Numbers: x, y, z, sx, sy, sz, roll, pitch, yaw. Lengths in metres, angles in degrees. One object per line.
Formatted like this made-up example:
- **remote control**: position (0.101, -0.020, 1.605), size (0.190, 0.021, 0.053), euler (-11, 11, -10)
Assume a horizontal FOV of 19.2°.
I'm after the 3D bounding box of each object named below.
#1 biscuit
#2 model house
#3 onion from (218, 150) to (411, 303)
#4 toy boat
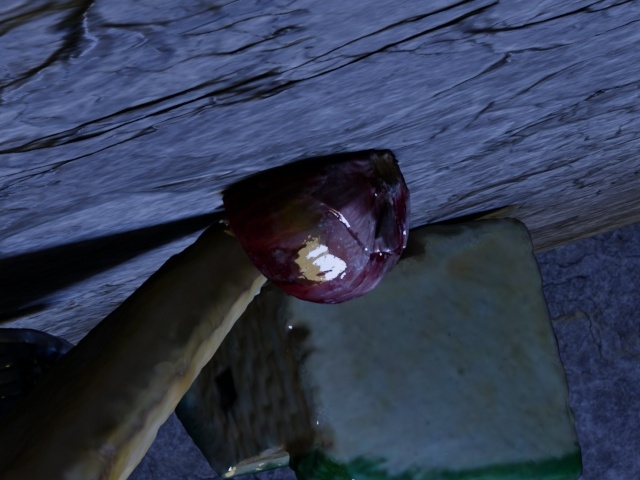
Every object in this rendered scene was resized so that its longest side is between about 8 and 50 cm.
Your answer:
- **biscuit**: position (-0.243, 0.202, 1.532), size (0.446, 0.104, 0.429), euler (-53, -172, -38)
- **model house**: position (0.048, 0.176, 2.259), size (0.382, 0.334, 0.342), euler (-5, 168, -35)
- **onion**: position (0.000, 0.000, 1.423), size (0.151, 0.098, 0.206), euler (-21, 174, 27)
- **toy boat**: position (-0.355, 0.155, 1.798), size (0.309, 0.129, 0.142), euler (-16, -174, 10)
